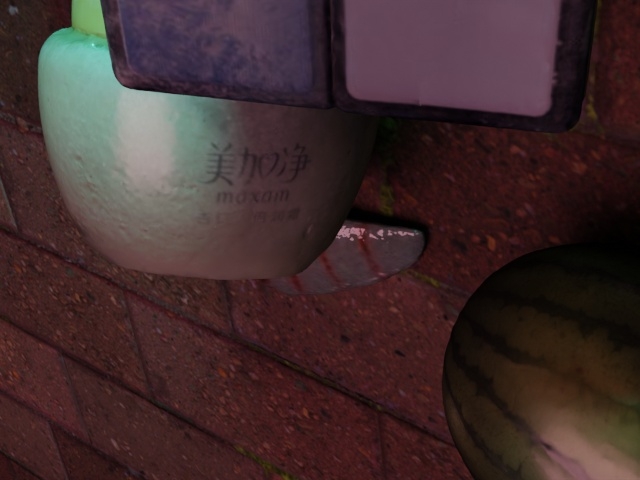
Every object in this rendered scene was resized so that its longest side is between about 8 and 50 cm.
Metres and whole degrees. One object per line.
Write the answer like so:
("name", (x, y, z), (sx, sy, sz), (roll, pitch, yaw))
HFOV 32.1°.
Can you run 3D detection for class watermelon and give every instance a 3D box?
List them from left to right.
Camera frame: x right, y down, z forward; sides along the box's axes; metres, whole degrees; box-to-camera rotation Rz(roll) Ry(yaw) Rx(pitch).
("watermelon", (0.275, 0.155, 0.940), (0.359, 0.279, 0.279), (37, 142, 26))

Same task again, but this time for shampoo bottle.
("shampoo bottle", (-0.104, -0.125, 1.061), (0.322, 0.322, 0.317), (19, 113, 36))

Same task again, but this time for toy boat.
("toy boat", (0.000, 0.000, 1.290), (0.282, 0.096, 0.206), (9, 134, 27))

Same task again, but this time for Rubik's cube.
("Rubik's cube", (0.036, -0.286, 0.713), (0.318, 0.316, 0.313), (7, 130, 11))
